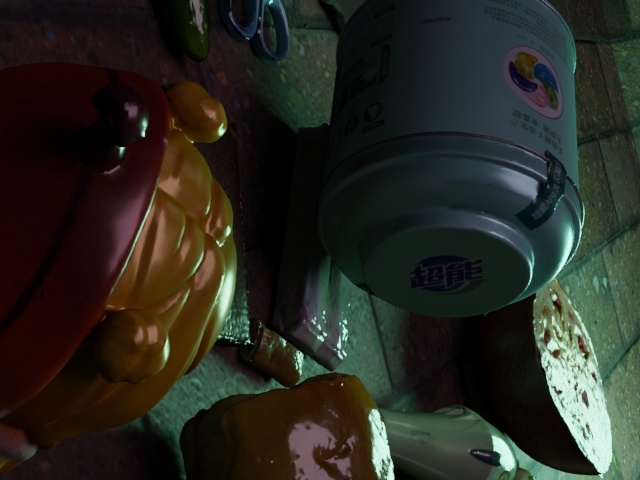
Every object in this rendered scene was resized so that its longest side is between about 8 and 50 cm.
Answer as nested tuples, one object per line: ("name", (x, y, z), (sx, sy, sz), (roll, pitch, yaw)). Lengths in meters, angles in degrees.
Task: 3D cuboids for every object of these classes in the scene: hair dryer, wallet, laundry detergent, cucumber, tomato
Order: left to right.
("cucumber", (-0.151, -0.306, 1.109), (0.056, 0.056, 0.250), (-2, 81, -62))
("wallet", (-0.118, -0.019, 1.066), (0.133, 0.039, 0.243), (25, 57, -64))
("hair dryer", (0.123, 0.316, 1.325), (0.296, 0.119, 0.298), (47, 52, -34))
("laundry detergent", (0.144, -0.089, 1.202), (0.287, 0.287, 0.305), (47, 40, -44))
("tomato", (0.338, 0.214, 1.697), (0.338, 0.143, 0.338), (43, 38, -47))

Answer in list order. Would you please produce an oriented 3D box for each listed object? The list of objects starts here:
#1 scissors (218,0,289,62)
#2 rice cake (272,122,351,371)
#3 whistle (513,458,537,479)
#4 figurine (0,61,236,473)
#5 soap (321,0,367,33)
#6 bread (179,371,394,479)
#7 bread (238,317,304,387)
("scissors", (-0.073, -0.341, 1.288), (0.125, 0.030, 0.256), (31, 55, -53))
("rice cake", (-0.001, -0.002, 1.258), (0.106, 0.050, 0.298), (46, 41, -46))
("whistle", (0.291, 0.444, 1.593), (0.126, 0.067, 0.258), (43, 45, -45))
("figurine", (-0.185, 0.011, 0.619), (0.196, 0.323, 0.320), (49, 38, -43))
("soap", (0.098, -0.418, 1.514), (0.258, 0.159, 0.302), (52, 35, -35))
("bread", (-0.011, 0.296, 0.952), (0.195, 0.149, 0.344), (-6, 82, -28))
("bread", (-0.050, 0.118, 1.130), (0.083, 0.036, 0.047), (41, 47, -45))
